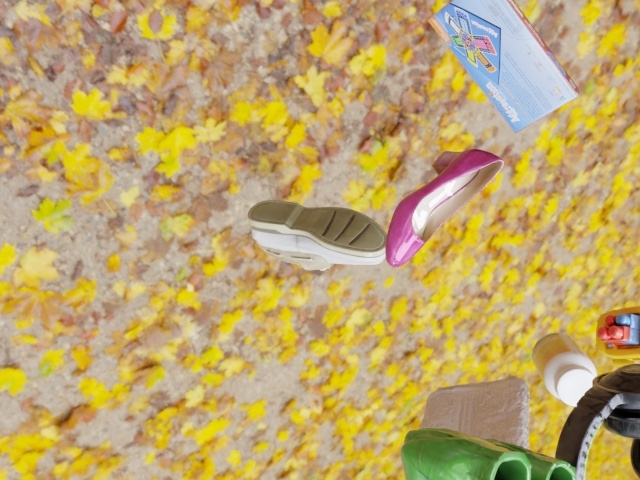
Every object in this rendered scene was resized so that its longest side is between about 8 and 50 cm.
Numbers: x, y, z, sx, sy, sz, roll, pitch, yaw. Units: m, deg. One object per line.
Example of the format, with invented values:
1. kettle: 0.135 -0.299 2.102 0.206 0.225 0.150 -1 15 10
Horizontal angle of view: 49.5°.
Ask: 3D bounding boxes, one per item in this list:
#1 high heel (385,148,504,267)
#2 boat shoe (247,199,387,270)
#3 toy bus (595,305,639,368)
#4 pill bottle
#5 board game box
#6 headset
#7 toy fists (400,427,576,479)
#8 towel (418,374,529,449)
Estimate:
1. high heel: 0.203 -0.051 1.144 0.244 0.117 0.082 -52 126 -19
2. boat shoe: 0.000 0.000 1.364 0.113 0.302 0.103 -49 143 -39
3. toy bus: 0.671 0.208 1.493 0.211 0.220 0.150 14 75 -18
4. pill bottle: 0.566 0.298 1.600 0.118 0.117 0.208 -56 -177 12
5. board game box: 0.343 -0.346 1.299 0.145 0.281 0.027 -30 -163 42
6. headset: 0.521 0.280 1.014 0.394 0.185 0.243 -40 104 -17
7. toy fists: 0.204 0.296 0.871 0.279 0.142 0.096 24 78 -46
8. towel: 0.252 0.344 1.141 0.187 0.282 0.049 -16 122 25
